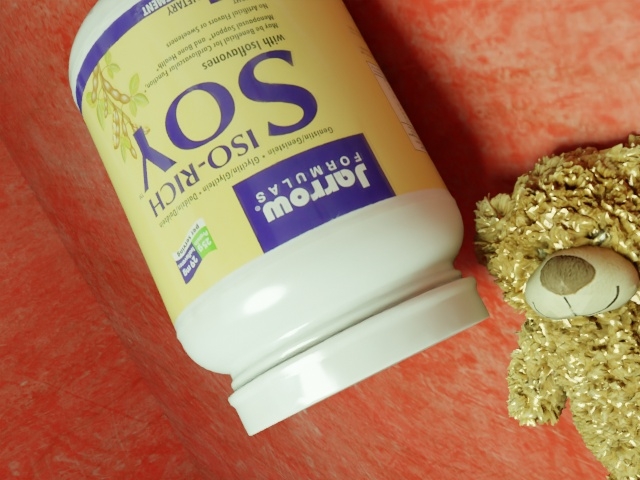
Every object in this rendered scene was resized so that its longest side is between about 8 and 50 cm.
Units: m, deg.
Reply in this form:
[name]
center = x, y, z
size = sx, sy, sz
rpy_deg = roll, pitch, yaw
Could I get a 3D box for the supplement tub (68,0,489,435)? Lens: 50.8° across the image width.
[supplement tub]
center = -0.034, -0.040, 0.548
size = 0.331, 0.241, 0.241
rpy_deg = 63, 154, 13

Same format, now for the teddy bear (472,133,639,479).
[teddy bear]
center = 0.232, 0.099, 0.488
size = 0.245, 0.113, 0.337
rpy_deg = 13, 132, 49
